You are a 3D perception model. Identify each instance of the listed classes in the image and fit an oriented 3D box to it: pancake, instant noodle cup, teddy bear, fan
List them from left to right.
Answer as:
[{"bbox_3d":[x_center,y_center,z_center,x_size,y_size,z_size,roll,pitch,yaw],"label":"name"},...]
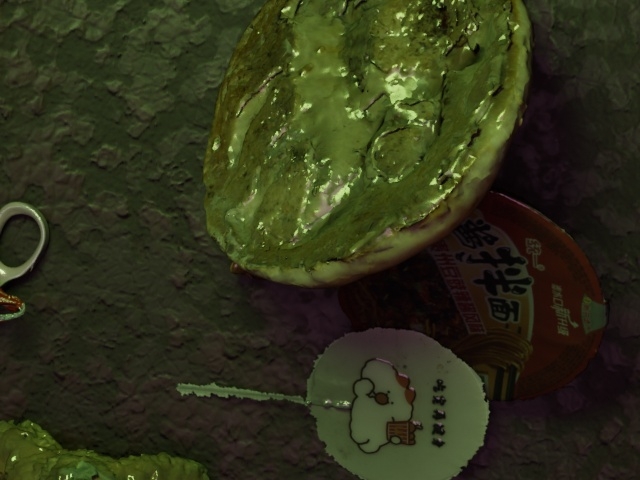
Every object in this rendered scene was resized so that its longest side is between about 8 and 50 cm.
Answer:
[{"bbox_3d":[-0.251,0.331,1.741,0.267,0.156,0.256,10,98,4],"label":"teddy bear"},{"bbox_3d":[0.008,0.166,1.743,0.329,0.009,0.190,6,117,13],"label":"fan"},{"bbox_3d":[0.038,-0.122,1.612,0.387,0.082,0.386,-20,51,26],"label":"pancake"},{"bbox_3d":[0.153,0.030,1.673,0.274,0.090,0.274,12,131,14],"label":"instant noodle cup"}]

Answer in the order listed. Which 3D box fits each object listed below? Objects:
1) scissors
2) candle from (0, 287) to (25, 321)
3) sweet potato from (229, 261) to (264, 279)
[{"bbox_3d":[-0.364,0.070,1.787,0.118,0.030,0.242,17,95,6],"label":"scissors"},{"bbox_3d":[-0.375,0.049,1.748,0.162,0.048,0.053,13,105,11],"label":"candle"},{"bbox_3d":[0.000,0.000,1.733,0.195,0.056,0.056,-20,93,4],"label":"sweet potato"}]
